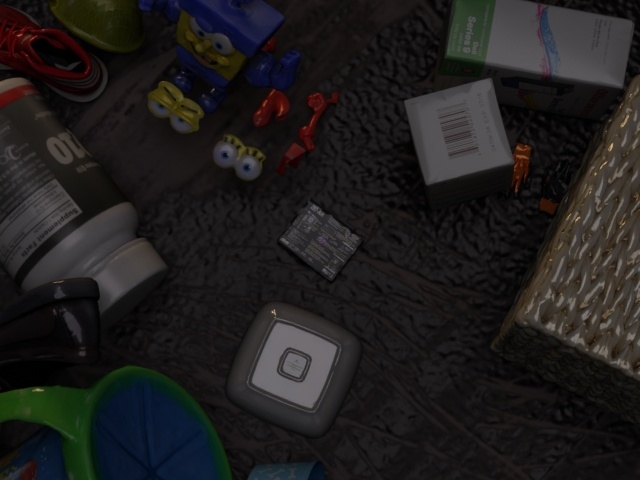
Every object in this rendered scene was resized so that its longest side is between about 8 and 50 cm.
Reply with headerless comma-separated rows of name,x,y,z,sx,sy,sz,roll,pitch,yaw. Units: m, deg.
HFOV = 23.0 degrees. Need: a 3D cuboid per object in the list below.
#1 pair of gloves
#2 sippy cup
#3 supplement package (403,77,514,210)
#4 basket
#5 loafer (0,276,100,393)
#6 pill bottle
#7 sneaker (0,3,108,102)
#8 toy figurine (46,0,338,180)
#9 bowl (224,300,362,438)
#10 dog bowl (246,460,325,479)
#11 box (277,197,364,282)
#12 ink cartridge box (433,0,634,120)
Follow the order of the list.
pair of gloves,0.263,-0.075,1.915,0.083,0.010,0.074,22,81,1
sippy cup,-0.251,0.283,1.721,0.224,0.240,0.305,-27,91,29
supplement package,0.162,-0.109,1.829,0.105,0.179,0.105,-15,82,3
basket,0.383,0.029,1.744,0.266,0.328,0.331,27,81,5
loafer,-0.329,0.129,1.731,0.109,0.302,0.095,-6,73,-38
pill bottle,-0.313,-0.033,1.817,0.161,0.161,0.283,-39,84,-7
sneaker,-0.359,-0.244,1.867,0.221,0.128,0.087,20,81,1
toy figurine,-0.122,-0.264,1.804,0.362,0.217,0.191,39,57,4
bowl,-0.032,0.148,1.850,0.142,0.053,0.142,23,80,4
dog bowl,-0.059,0.388,1.760,0.074,0.166,0.297,8,81,11
box,0.000,0.000,1.892,0.083,0.018,0.067,36,82,4
ink cartridge box,0.249,-0.218,1.865,0.212,0.154,0.093,9,81,0
